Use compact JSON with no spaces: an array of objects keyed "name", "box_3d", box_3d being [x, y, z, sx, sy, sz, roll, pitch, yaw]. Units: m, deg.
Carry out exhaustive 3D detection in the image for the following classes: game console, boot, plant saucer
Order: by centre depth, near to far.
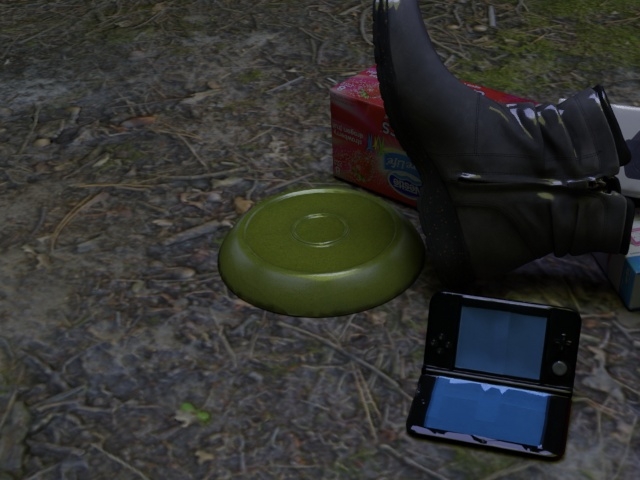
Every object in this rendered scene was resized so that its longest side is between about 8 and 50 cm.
[{"name":"game console","box_3d":[0.160,0.120,0.927,0.144,0.124,0.085,7,9,15]},{"name":"boot","box_3d":[0.192,-0.128,1.054,0.222,0.338,0.118,-16,12,15]},{"name":"plant saucer","box_3d":[0.000,0.000,1.157,0.241,0.037,0.241,-3,34,2]}]

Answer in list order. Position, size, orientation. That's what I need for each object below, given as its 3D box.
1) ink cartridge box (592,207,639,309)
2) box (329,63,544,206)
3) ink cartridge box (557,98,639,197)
[{"name":"ink cartridge box","box_3d":[0.355,0.015,1.091,0.088,0.052,0.122,-6,32,-6]},{"name":"box","box_3d":[0.145,-0.119,1.240,0.257,0.128,0.122,24,42,34]},{"name":"ink cartridge box","box_3d":[0.395,-0.094,1.152,0.237,0.100,0.172,11,7,21]}]
